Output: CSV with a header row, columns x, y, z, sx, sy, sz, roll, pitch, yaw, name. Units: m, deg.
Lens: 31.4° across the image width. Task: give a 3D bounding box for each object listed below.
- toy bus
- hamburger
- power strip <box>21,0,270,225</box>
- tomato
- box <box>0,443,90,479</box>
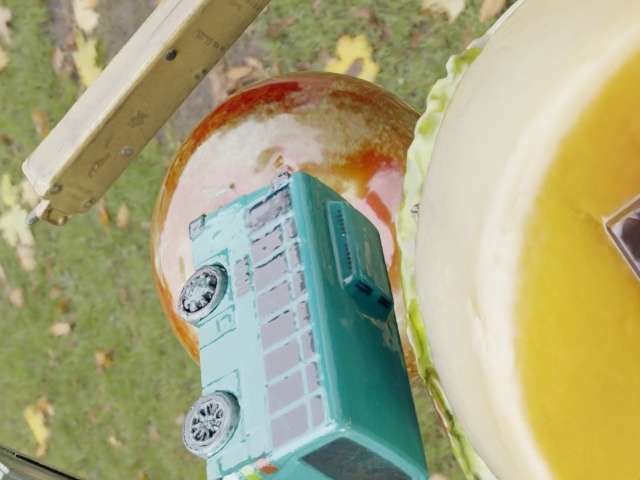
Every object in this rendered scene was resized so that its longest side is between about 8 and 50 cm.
x,y,z,sx,sy,sz,roll,pitch,yaw,name
-0.008,0.047,0.532,0.091,0.079,0.160,-31,44,22,toy bus
0.172,0.005,0.493,0.176,0.300,0.300,-104,-3,-79,hamburger
-0.136,-0.127,0.901,0.305,0.064,0.044,-48,60,9,power strip
0.000,0.000,0.920,0.222,0.270,0.270,-71,-44,-87,tomato
-0.302,0.285,1.206,0.129,0.086,0.225,22,168,43,box
